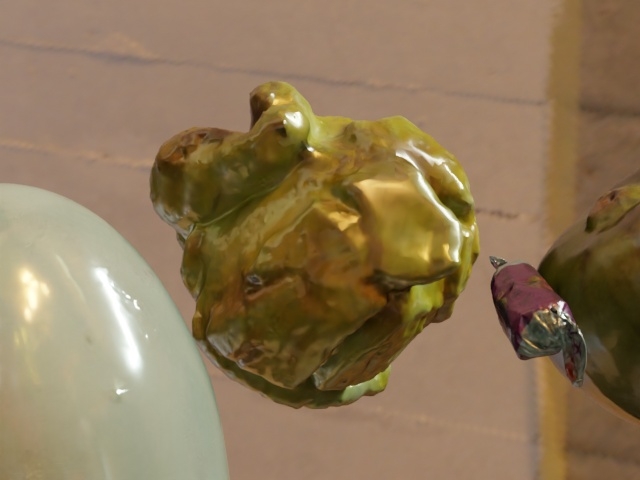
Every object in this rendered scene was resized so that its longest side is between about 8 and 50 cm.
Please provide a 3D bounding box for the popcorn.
[{"bbox_3d":[-0.001,-0.006,1.635,0.276,0.276,0.225,41,-39,13],"label":"popcorn"}]

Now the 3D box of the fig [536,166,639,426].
[{"bbox_3d":[0.273,0.054,1.481,0.203,0.203,0.225,-22,-70,32],"label":"fig"}]

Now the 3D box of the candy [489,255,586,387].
[{"bbox_3d":[0.135,0.048,1.275,0.043,0.175,0.045,-20,-72,-3],"label":"candy"}]

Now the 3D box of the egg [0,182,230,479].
[{"bbox_3d":[-0.164,0.149,1.141,0.230,0.230,0.371,-18,-98,32],"label":"egg"}]
